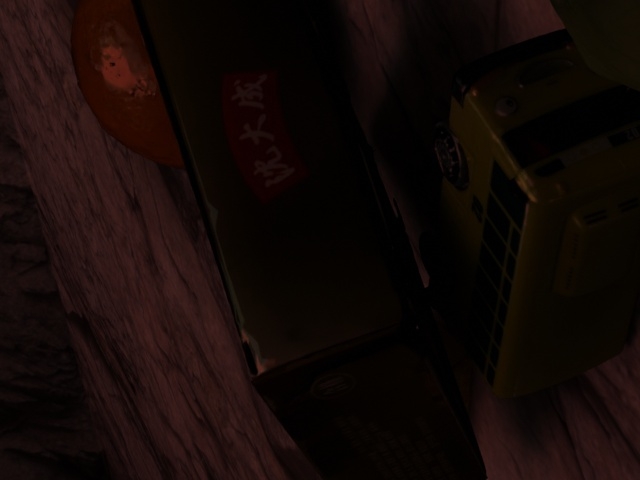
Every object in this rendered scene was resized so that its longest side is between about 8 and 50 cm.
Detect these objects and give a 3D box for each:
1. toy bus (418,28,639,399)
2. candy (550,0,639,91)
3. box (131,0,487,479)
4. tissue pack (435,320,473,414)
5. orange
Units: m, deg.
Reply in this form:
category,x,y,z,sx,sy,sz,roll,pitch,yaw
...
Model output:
category,x,y,z,sx,sy,sz,roll,pitch,yaw
toy bus,0.163,-0.015,1.407,0.150,0.128,0.262,59,160,33
candy,0.242,-0.140,1.066,0.142,0.132,0.343,32,177,-20
box,0.000,0.000,1.616,0.420,0.138,0.373,61,-170,-65
tissue pack,0.091,0.152,1.867,0.095,0.062,0.176,38,147,33
orange,-0.118,-0.188,1.882,0.246,0.246,0.246,161,90,-72
